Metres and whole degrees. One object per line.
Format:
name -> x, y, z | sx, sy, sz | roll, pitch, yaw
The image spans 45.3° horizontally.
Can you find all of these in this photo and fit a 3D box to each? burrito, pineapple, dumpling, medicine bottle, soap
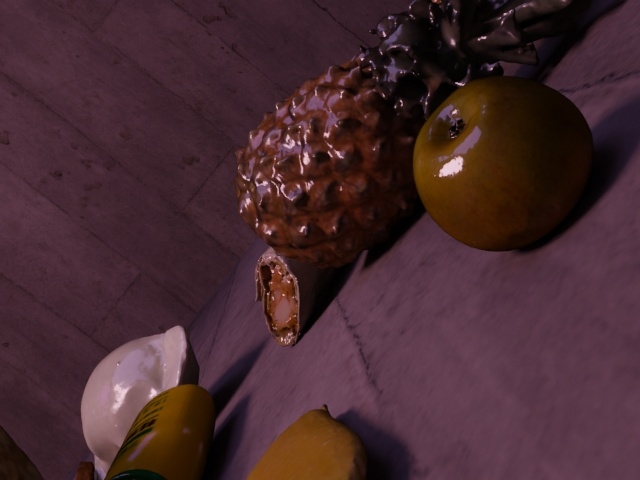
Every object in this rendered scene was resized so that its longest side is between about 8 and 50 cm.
burrito -> 0.000, 0.000, 0.787 | 0.060, 0.087, 0.226 | 2, 38, 32
pineapple -> 0.075, -0.124, 0.637 | 0.340, 0.169, 0.169 | -42, 11, 30
dumpling -> -0.204, 0.207, 0.888 | 0.252, 0.131, 0.179 | -42, 34, 38
medicine bottle -> -0.137, 0.204, 0.607 | 0.111, 0.076, 0.309 | -58, 7, 6
soap -> -0.016, 0.127, 0.386 | 0.089, 0.033, 0.168 | -50, 6, -9

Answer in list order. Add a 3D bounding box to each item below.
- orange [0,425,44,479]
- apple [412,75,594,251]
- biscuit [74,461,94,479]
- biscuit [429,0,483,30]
orange -> -0.296, 0.312, 0.521 | 0.368, 0.210, 0.271 | -51, 13, -9
apple -> 0.091, -0.038, 0.385 | 0.089, 0.074, 0.089 | -39, 32, 30
biscuit -> -0.287, 0.336, 0.900 | 0.175, 0.026, 0.124 | -102, 28, -63
biscuit -> 0.240, -0.314, 0.700 | 0.340, 0.047, 0.216 | -36, -12, -11
